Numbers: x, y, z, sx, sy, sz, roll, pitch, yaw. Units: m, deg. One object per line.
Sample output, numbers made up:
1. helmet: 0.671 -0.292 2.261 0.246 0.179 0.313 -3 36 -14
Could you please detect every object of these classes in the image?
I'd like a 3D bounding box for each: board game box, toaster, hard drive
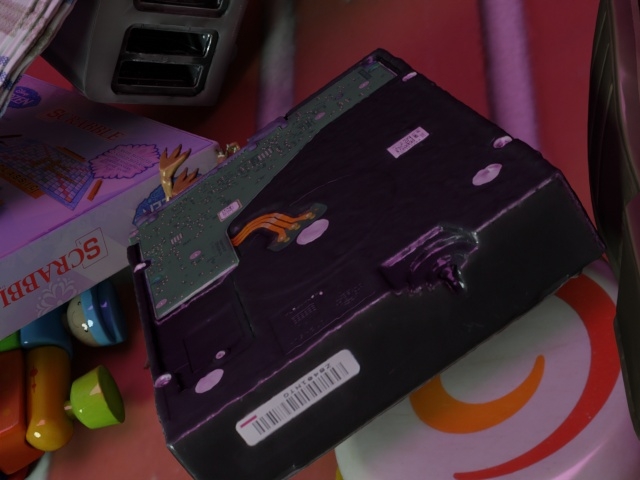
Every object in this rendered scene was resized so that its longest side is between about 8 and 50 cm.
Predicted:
1. board game box: -0.296 -0.027 1.012 0.318 0.066 0.319 -32 37 -32
2. toaster: -0.149 -0.212 1.030 0.110 0.186 0.168 42 123 40
3. hard drive: 0.000 0.000 0.738 0.237 0.064 0.339 -35 23 0

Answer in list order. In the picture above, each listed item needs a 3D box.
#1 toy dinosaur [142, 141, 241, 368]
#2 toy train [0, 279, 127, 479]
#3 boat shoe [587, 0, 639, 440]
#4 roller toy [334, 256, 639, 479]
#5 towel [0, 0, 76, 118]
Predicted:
1. toy dinosaur: -0.089 -0.009 0.939 0.064 0.112 0.211 14 60 44
2. toy train: -0.213 0.142 0.918 0.143 0.105 0.248 -18 49 5
3. boat shoe: 0.196 -0.029 0.606 0.104 0.110 0.307 -1 50 6
4. roller toy: 0.115 0.116 0.670 0.209 0.146 0.191 -36 37 -4
5. towel: -0.289 -0.144 0.954 0.209 0.034 0.285 28 85 45
